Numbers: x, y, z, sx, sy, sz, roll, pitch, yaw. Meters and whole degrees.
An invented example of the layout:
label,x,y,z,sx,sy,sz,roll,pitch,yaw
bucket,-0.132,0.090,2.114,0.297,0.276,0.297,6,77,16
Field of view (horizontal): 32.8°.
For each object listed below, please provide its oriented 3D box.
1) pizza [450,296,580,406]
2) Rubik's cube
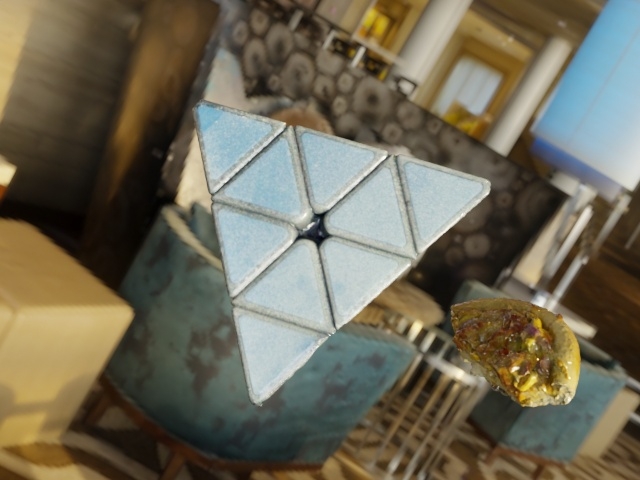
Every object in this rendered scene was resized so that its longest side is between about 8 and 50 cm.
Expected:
label,x,y,z,sx,sy,sz,roll,pitch,yaw
pizza,0.226,0.119,1.277,0.058,0.127,0.246,52,4,-26
Rubik's cube,-0.002,0.002,1.114,0.228,0.233,0.229,-6,32,-30
